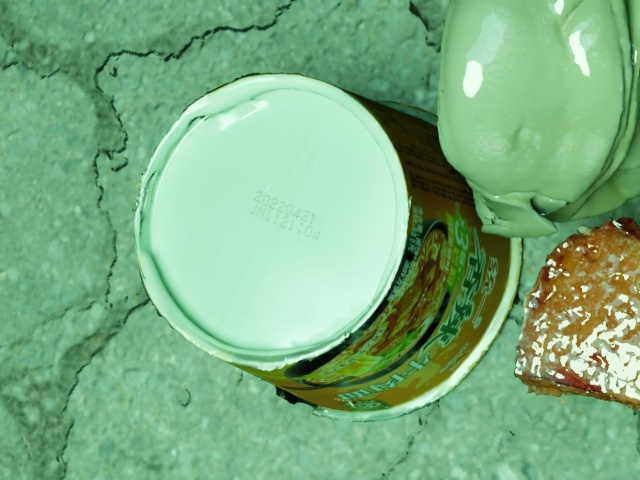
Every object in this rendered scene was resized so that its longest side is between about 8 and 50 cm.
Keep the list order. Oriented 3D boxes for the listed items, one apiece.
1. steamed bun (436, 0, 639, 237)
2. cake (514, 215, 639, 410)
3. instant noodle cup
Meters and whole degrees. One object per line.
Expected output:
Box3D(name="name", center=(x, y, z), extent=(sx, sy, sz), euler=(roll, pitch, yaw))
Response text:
Box3D(name="steamed bun", center=(0.161, -0.104, 0.684), extent=(0.144, 0.218, 0.211), euler=(7, 68, 21))
Box3D(name="cake", center=(0.237, 0.055, 0.707), extent=(0.221, 0.086, 0.116), euler=(10, 87, 23))
Box3D(name="instant noodle cup", center=(0.000, 0.000, 0.755), extent=(0.230, 0.182, 0.230), euler=(-3, 80, 19))
